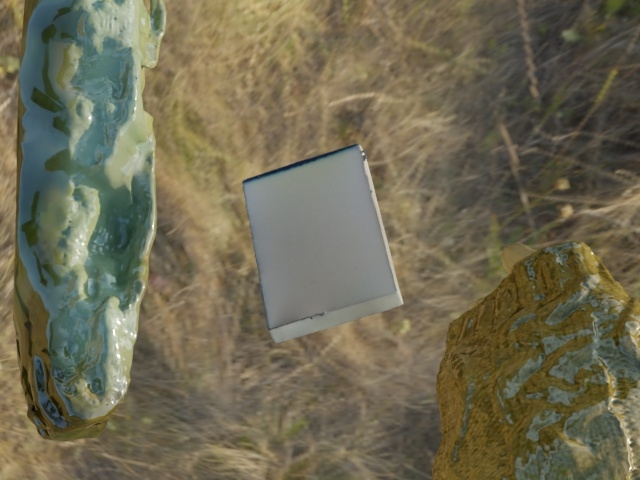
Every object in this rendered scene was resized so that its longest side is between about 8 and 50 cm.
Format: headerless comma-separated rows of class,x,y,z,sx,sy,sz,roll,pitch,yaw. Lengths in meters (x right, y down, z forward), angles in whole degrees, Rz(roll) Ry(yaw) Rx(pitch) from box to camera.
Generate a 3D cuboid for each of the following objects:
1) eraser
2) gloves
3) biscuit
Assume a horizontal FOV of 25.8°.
eraser,0.000,0.000,1.078,0.103,0.023,0.150,-17,53,7
gloves,0.176,0.150,0.897,0.203,0.155,0.356,-9,55,-9
biscuit,-0.134,-0.037,0.803,0.078,0.329,0.335,5,39,-9
